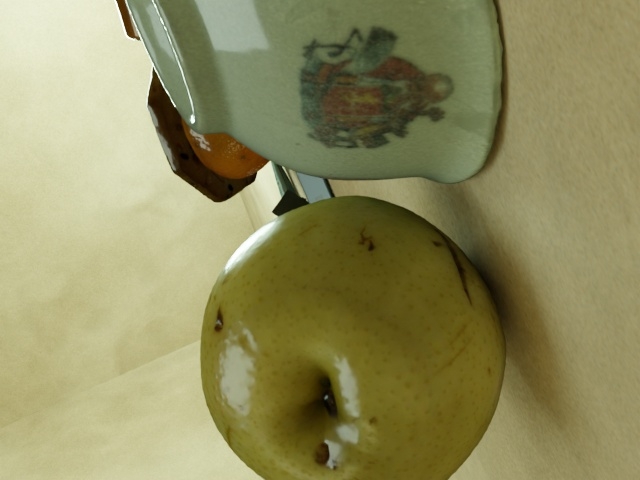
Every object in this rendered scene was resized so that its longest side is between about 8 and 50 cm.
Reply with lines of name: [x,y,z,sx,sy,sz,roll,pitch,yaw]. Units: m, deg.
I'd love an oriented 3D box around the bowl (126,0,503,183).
bowl: [-0.049,-0.206,0.765,0.435,0.196,0.435,59,167,23]

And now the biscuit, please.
biscuit: [-0.224,-0.252,1.883,0.359,0.046,0.359,29,-124,-55]

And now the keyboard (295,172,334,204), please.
keyboard: [0.007,-0.058,1.558,0.055,0.014,0.176,-25,89,46]

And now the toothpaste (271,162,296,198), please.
toothpaste: [-0.071,-0.103,2.002,0.062,0.037,0.216,117,131,-78]

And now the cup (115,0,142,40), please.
cup: [-0.246,-0.446,1.377,0.226,0.182,0.264,-60,-37,-61]

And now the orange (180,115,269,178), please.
orange: [-0.163,-0.229,1.744,0.224,0.170,0.224,-16,-90,-74]

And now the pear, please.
pear: [0.032,0.105,0.911,0.309,0.309,0.309,156,90,-83]

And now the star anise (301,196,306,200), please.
star anise: [-0.033,0.031,1.935,0.230,0.081,0.262,44,156,46]

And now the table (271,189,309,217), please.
table: [0.000,0.000,1.666,0.175,0.062,0.146,32,165,10]
